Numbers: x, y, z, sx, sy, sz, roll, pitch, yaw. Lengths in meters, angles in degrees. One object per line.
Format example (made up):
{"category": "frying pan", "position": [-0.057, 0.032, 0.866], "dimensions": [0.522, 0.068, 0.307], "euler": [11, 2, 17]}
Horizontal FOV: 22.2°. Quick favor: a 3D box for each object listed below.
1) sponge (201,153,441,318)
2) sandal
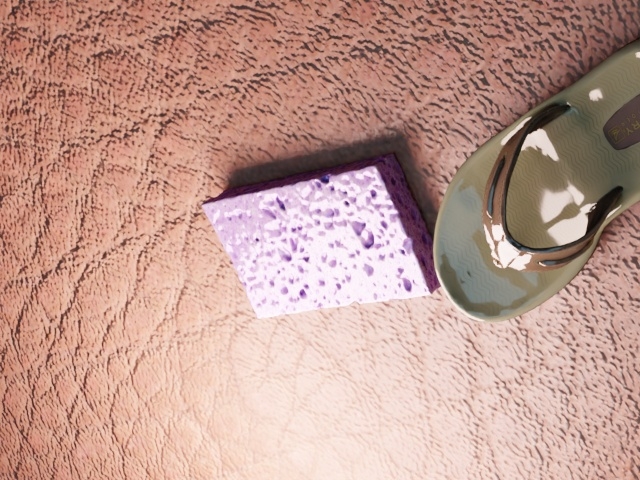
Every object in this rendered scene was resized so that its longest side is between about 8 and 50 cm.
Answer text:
{"category": "sponge", "position": [0.000, 0.000, 1.366], "dimensions": [0.210, 0.031, 0.117], "euler": [-11, 109, 44]}
{"category": "sandal", "position": [0.165, -0.039, 1.158], "dimensions": [0.120, 0.086, 0.303], "euler": [47, 137, 6]}
